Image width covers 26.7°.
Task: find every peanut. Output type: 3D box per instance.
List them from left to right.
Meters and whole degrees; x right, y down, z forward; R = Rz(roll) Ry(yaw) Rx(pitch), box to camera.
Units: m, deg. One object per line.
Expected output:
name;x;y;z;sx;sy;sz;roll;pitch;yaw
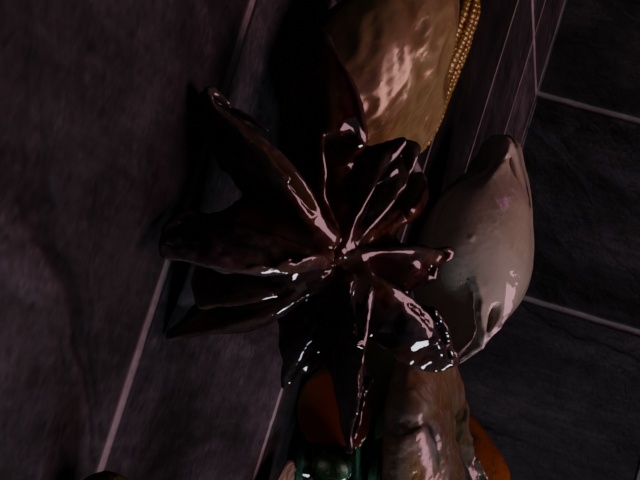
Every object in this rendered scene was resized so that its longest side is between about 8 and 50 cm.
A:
peanut;0.036;-0.110;1.064;0.197;0.110;0.233;-56;162;-26

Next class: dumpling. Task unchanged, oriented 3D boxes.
dumpling;0.212;0.026;2.005;0.260;0.181;0.341;135;-53;-69

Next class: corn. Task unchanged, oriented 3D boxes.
corn;0.119;-0.189;1.455;0.068;0.068;0.207;67;42;-72

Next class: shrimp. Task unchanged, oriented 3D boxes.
shrimp;0.146;0.290;1.551;0.221;0.110;0.446;-72;152;-48

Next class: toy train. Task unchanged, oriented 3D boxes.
toy train;0.045;0.174;1.559;0.285;0.116;0.177;-45;137;-65

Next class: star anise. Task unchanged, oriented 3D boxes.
star anise;-0.004;0.002;0.896;0.212;0.129;0.283;-54;129;-12

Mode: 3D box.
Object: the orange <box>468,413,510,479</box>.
orange;0.119;0.337;1.773;0.183;0.249;0.249;80;27;-44

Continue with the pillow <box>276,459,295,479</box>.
pillow;-0.073;0.309;1.326;0.232;0.038;0.131;-45;154;-68

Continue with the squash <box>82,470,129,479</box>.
squash;-0.142;0.215;0.835;0.052;0.052;0.183;-56;161;-57
